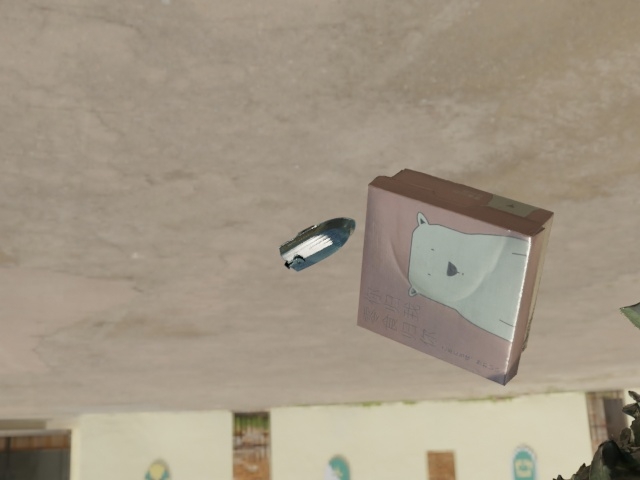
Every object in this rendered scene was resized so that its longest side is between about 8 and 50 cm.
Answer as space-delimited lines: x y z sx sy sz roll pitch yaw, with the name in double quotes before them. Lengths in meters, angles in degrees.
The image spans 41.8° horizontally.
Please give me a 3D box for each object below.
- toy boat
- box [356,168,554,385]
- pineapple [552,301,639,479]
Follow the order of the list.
"toy boat" 0.000 0.000 1.383 0.141 0.060 0.055 -29 122 26
"box" 0.160 0.040 1.024 0.215 0.215 0.086 20 -146 29
"pineapple" 0.197 0.136 0.517 0.130 0.277 0.119 1 -151 -23
